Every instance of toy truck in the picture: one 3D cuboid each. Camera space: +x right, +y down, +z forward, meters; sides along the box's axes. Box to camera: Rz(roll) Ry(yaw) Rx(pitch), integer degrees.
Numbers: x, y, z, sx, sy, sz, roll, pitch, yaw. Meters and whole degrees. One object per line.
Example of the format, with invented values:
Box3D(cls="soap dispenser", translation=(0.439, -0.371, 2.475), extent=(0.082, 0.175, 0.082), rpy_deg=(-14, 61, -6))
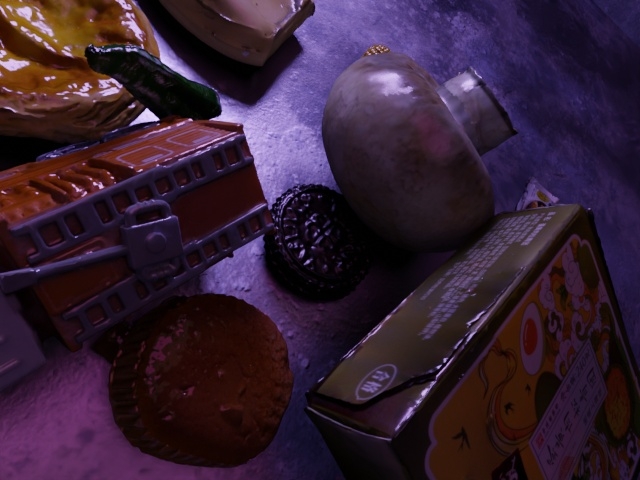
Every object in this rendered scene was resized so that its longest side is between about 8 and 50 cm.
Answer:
Box3D(cls="toy truck", translation=(-0.242, 0.005, 0.428), extent=(0.388, 0.207, 0.173), rpy_deg=(-34, 121, -35))

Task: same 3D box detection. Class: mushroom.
Box3D(cls="mushroom", translation=(0.155, -0.145, 0.699), extent=(0.352, 0.261, 0.352), rpy_deg=(43, 27, -28))

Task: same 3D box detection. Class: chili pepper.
Box3D(cls="chili pepper", translation=(-0.202, -0.182, 0.532), extent=(0.059, 0.088, 0.227), rpy_deg=(45, 9, 8))

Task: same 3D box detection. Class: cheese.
Box3D(cls="cheese", translation=(-0.178, -0.455, 0.775), extent=(0.316, 0.128, 0.259), rpy_deg=(35, 45, -13))

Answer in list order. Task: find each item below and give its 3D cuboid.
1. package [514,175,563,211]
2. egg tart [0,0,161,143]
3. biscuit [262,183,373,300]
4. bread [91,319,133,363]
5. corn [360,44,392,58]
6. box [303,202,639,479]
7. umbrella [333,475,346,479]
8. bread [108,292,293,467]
Box3D(cls="package", translation=(0.529, -0.048, 1.024), extent=(0.173, 0.027, 0.171), rpy_deg=(39, 55, -3))
Box3D(cls="egg tart", translation=(-0.378, -0.246, 0.549), extent=(0.342, 0.132, 0.340), rpy_deg=(14, 61, -27))
Box3D(cls="biscuit", translation=(0.000, 0.000, 0.693), extent=(0.195, 0.053, 0.194), rpy_deg=(13, 62, -24))
Box3D(cls="bread", translation=(-0.221, 0.135, 0.519), extent=(0.083, 0.036, 0.047), rpy_deg=(44, 62, -5))
Box3D(cls="corn", translation=(0.160, -0.300, 0.911), extent=(0.080, 0.080, 0.231), rpy_deg=(-27, 83, -35))
Box3D(cls="box", translation=(0.232, 0.210, 0.532), extent=(0.420, 0.138, 0.372), rpy_deg=(-35, 107, -32))
Box3D(cls="umbrella", translation=(0.071, 0.339, 0.549), extent=(0.326, 0.090, 0.094), rpy_deg=(-11, 86, -34))
Box3D(cls="bread", translation=(-0.122, 0.153, 0.493), extent=(0.199, 0.104, 0.198), rpy_deg=(15, 67, -39))
